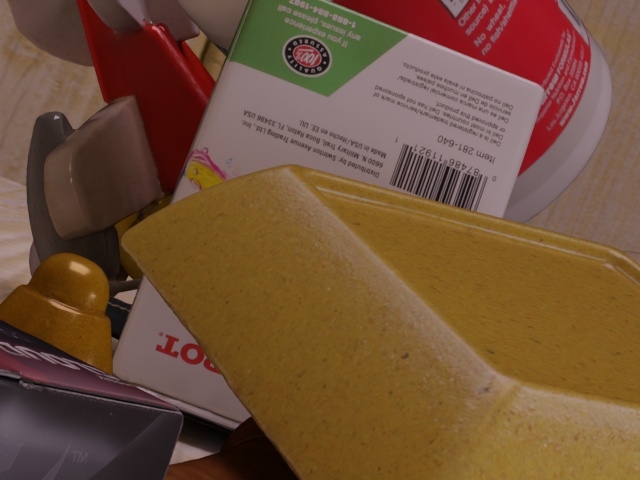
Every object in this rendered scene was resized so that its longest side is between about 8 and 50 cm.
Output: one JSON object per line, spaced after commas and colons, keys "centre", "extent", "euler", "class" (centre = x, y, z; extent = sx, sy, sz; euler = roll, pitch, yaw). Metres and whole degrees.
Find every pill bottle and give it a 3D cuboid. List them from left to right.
{"centre": [0.032, -0.194, 1.369], "extent": [0.229, 0.229, 0.408], "euler": [23, -17, 51], "class": "pill bottle"}

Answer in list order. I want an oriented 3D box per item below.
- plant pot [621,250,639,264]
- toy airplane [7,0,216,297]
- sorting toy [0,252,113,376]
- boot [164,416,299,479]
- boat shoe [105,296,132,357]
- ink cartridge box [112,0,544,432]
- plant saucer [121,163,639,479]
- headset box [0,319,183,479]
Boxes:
{"centre": [0.367, 0.144, 1.519], "extent": [0.305, 0.333, 0.334], "euler": [10, -1, 13], "class": "plant pot"}
{"centre": [-0.147, -0.056, 1.515], "extent": [0.386, 0.272, 0.384], "euler": [39, 20, -47], "class": "toy airplane"}
{"centre": [-0.167, 0.035, 0.712], "extent": [0.127, 0.126, 0.365], "euler": [20, 3, -35], "class": "sorting toy"}
{"centre": [0.062, 0.136, 0.845], "extent": [0.264, 0.096, 0.280], "euler": [22, 2, 9], "class": "boot"}
{"centre": [-0.071, 0.076, 1.271], "extent": [0.255, 0.079, 0.095], "euler": [22, -7, 9], "class": "boat shoe"}
{"centre": [0.000, 0.000, 1.186], "extent": [0.201, 0.278, 0.117], "euler": [21, -11, -6], "class": "ink cartridge box"}
{"centre": [0.109, 0.064, 0.900], "extent": [0.333, 0.081, 0.333], "euler": [13, 19, -32], "class": "plant saucer"}
{"centre": [-0.196, 0.037, 0.451], "extent": [0.293, 0.110, 0.218], "euler": [22, 2, 35], "class": "headset box"}
